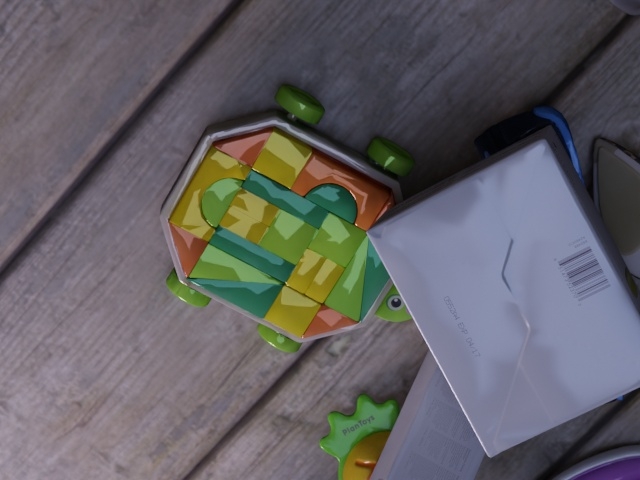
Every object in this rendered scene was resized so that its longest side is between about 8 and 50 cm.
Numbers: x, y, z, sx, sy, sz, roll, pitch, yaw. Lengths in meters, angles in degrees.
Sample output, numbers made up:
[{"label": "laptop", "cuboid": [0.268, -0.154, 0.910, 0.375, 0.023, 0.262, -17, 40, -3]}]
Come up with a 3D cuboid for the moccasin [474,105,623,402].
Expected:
[{"label": "moccasin", "cuboid": [0.256, 0.023, 1.556, 0.116, 0.138, 0.342, -15, 96, 8]}]

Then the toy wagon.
[{"label": "toy wagon", "cuboid": [0.000, 0.000, 1.554, 0.344, 0.068, 0.267, 28, 107, -12]}]

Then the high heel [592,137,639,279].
[{"label": "high heel", "cuboid": [0.398, -0.001, 1.582, 0.093, 0.186, 0.261, -34, 75, 28]}]

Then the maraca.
[{"label": "maraca", "cuboid": [0.077, 0.272, 1.644, 0.127, 0.099, 0.186, -31, 90, 3]}]

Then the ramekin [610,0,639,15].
[{"label": "ramekin", "cuboid": [0.320, -0.338, 1.377, 0.109, 0.207, 0.207, -25, 109, -3]}]

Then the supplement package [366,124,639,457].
[{"label": "supplement package", "cuboid": [0.205, 0.047, 1.426, 0.204, 0.145, 0.262, -28, 95, 14]}]

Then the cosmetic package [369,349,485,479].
[{"label": "cosmetic package", "cuboid": [0.142, 0.210, 1.584, 0.099, 0.060, 0.239, 29, 75, -10]}]

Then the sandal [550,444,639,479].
[{"label": "sandal", "cuboid": [0.453, 0.331, 1.665, 0.416, 0.102, 0.169, -5, 99, 0]}]
